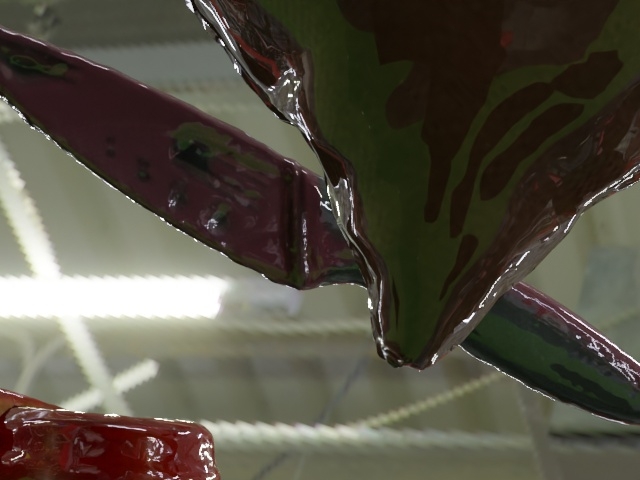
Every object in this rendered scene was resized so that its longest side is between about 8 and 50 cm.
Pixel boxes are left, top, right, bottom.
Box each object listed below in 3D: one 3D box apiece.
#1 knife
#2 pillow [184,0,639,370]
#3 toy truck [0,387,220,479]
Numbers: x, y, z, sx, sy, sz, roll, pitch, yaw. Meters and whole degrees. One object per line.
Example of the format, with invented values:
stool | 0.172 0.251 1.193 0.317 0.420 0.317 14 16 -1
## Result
knife | 0.000 0.000 0.553 0.247 0.035 0.018 27 -11 -18
pillow | 0.055 -0.174 0.408 0.305 0.308 0.108 54 -8 16
toy truck | -0.144 0.142 0.678 0.265 0.189 0.239 6 -5 -16
